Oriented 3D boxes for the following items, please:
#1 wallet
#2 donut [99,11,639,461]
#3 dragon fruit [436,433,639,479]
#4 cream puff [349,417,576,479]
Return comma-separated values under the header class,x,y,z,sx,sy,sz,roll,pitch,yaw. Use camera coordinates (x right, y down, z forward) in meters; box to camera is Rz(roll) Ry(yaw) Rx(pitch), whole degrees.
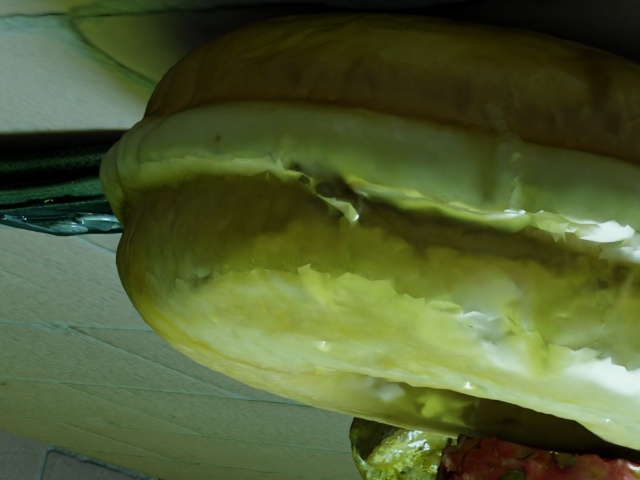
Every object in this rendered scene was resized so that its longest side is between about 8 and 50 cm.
class,x,y,z,sx,sy,sz,roll,pitch,yaw
wallet,-0.184,-0.035,1.325,0.236,0.055,0.160,0,169,36
donut,0.088,0.010,0.974,0.448,0.198,0.449,12,166,3
dragon fruit,0.110,0.184,0.977,0.207,0.150,0.133,-40,130,14
cream puff,0.143,0.150,1.450,0.196,0.244,0.244,-14,154,33
